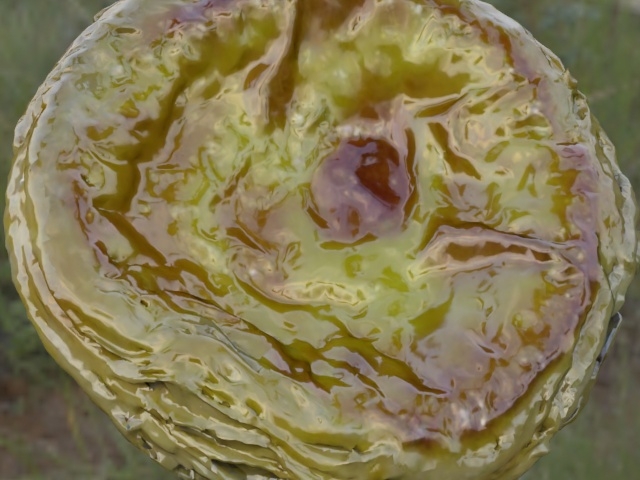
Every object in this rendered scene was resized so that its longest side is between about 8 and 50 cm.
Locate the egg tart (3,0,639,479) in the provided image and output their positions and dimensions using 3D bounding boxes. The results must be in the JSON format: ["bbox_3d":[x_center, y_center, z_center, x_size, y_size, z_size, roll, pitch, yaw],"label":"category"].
[{"bbox_3d":[0.000,0.000,0.867,0.294,0.116,0.295,2,62,-4],"label":"egg tart"}]
